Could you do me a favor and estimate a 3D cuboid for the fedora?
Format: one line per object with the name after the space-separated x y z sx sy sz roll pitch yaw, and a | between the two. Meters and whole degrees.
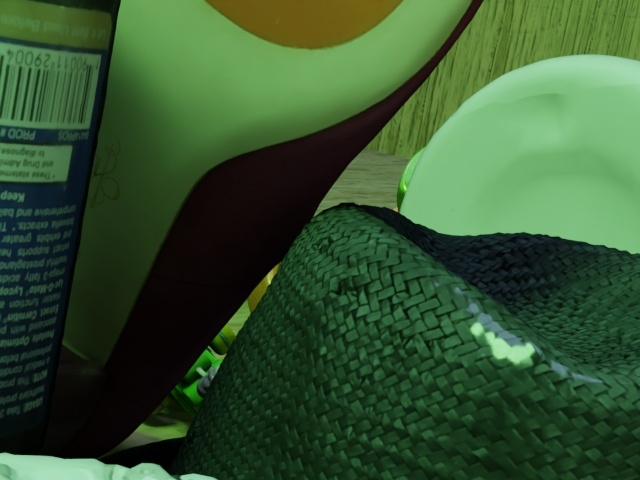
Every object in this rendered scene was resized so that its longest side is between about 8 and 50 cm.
0.057 0.073 0.516 0.334 0.152 0.334 11 9 -2 | fedora

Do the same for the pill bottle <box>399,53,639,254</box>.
0.242 0.019 0.873 0.224 0.224 0.392 18 11 39 | pill bottle

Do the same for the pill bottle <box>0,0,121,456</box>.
-0.137 0.009 0.456 0.123 0.219 0.123 11 8 -2 | pill bottle

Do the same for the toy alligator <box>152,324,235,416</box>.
-0.062 0.068 0.733 0.051 0.056 0.189 53 -13 -20 | toy alligator

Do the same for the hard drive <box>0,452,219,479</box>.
-0.135 0.109 0.219 0.237 0.064 0.339 4 12 -2 | hard drive

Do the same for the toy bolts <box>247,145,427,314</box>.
0.000 0.000 1.012 0.218 0.158 0.228 -37 75 -30 | toy bolts

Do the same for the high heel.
-0.033 -0.054 0.578 0.127 0.377 0.181 49 17 9 | high heel
